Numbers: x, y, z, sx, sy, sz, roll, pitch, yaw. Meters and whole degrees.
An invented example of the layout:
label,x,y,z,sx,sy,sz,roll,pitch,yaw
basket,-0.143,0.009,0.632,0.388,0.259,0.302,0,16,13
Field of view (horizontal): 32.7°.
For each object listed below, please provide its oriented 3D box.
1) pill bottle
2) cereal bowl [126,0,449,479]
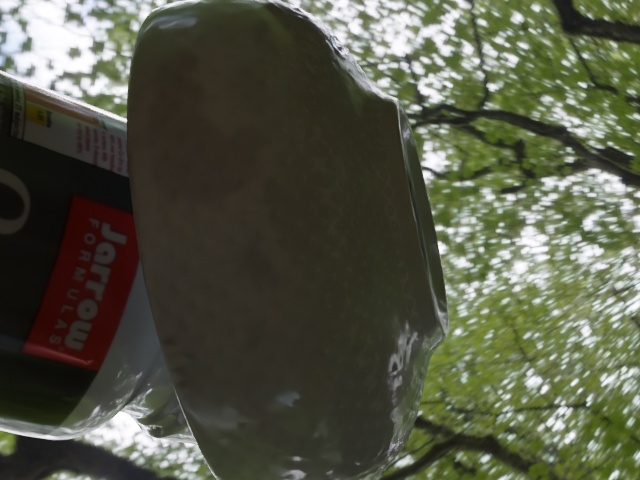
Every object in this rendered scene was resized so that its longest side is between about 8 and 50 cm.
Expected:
label,x,y,z,sx,sy,sz,roll,pitch,yaw
pill bottle,-0.207,0.003,0.660,0.210,0.363,0.210,-38,-138,45
cereal bowl,0.000,0.000,0.713,0.141,0.339,0.339,-12,-92,11
